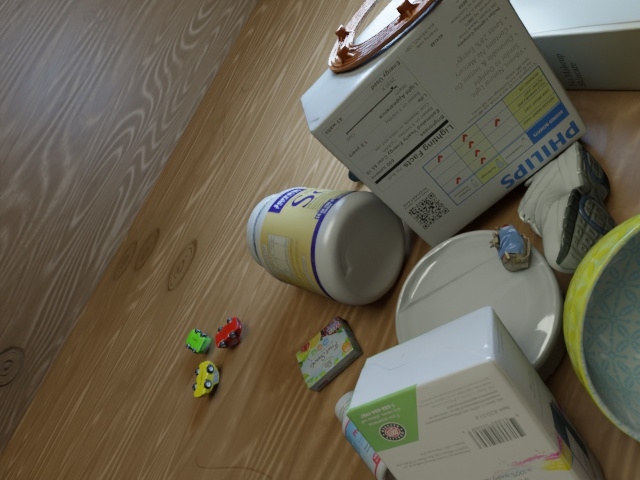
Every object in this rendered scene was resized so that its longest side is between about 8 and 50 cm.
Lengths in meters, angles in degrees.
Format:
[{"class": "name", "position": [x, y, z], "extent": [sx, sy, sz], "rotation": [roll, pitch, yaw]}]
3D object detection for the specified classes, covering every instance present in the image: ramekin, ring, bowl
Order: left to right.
[{"class": "ring", "position": [0.130, -0.433, 0.771], "extent": [0.336, 0.032, 0.336], "rotation": [-38, 30, 26]}, {"class": "ramekin", "position": [0.269, 0.128, 0.727], "extent": [0.273, 0.127, 0.273], "rotation": [-27, 47, 33]}, {"class": "bowl", "position": [0.422, 0.085, 0.533], "extent": [0.289, 0.289, 0.156], "rotation": [-49, 2, 9]}]

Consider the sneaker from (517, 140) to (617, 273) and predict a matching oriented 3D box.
[{"class": "sneaker", "position": [0.386, -0.041, 0.709], "extent": [0.129, 0.111, 0.297], "rotation": [-37, 10, 43]}]

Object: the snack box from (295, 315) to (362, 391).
[{"class": "snack box", "position": [0.016, 0.252, 0.982], "extent": [0.141, 0.037, 0.100], "rotation": [-45, 40, 14]}]

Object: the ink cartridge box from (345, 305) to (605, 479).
[{"class": "ink cartridge box", "position": [0.225, 0.287, 0.576], "extent": [0.207, 0.353, 0.119], "rotation": [-32, 9, 28]}]

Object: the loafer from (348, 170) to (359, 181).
[{"class": "loafer", "position": [0.123, -0.233, 1.207], "extent": [0.170, 0.062, 0.061], "rotation": [-58, 16, -8]}]

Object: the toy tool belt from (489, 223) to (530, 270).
[{"class": "toy tool belt", "position": [0.281, 0.001, 0.658], "extent": [0.052, 0.051, 0.083], "rotation": [-26, 46, 33]}]

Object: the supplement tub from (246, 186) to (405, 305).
[{"class": "supplement tub", "position": [0.000, 0.000, 1.014], "extent": [0.331, 0.241, 0.241], "rotation": [12, 73, 50]}]

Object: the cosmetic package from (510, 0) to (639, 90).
[{"class": "cosmetic package", "position": [0.494, -0.370, 0.815], "extent": [0.309, 0.160, 0.113], "rotation": [26, 84, 53]}]

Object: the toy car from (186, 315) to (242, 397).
[{"class": "toy car", "position": [-0.324, 0.317, 1.291], "extent": [0.225, 0.053, 0.239], "rotation": [14, 74, 51]}]

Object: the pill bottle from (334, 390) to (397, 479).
[{"class": "pill bottle", "position": [0.094, 0.346, 0.791], "extent": [0.087, 0.087, 0.160], "rotation": [-56, 38, 1]}]

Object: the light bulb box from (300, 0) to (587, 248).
[{"class": "light bulb box", "position": [0.216, -0.242, 0.837], "extent": [0.358, 0.361, 0.225], "rotation": [-41, 29, 18]}]
